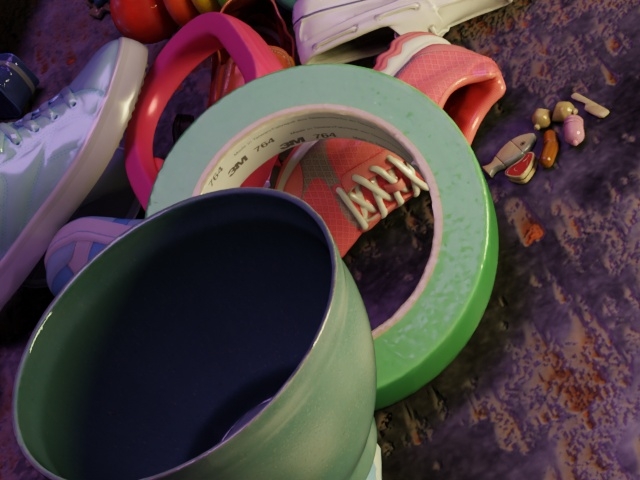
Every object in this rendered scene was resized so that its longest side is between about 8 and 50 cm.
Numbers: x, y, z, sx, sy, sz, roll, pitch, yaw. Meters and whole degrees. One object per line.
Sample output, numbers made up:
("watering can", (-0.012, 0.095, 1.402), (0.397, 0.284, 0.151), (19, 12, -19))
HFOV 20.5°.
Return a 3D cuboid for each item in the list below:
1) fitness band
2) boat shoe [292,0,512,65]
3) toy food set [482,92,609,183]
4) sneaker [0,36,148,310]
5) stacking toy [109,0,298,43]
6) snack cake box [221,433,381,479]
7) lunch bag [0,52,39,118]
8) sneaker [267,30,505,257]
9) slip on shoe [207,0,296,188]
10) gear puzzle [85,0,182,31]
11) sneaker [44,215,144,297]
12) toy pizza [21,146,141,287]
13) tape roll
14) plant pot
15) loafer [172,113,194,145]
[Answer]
("fitness band", (-0.122, -0.123, 1.840), (0.209, 0.054, 0.291), (-58, 32, 16))
("boat shoe", (0.097, -0.236, 1.910), (0.258, 0.095, 0.084), (-12, 71, 19))
("toy food set", (0.218, -0.100, 1.723), (0.122, 0.019, 0.078), (-43, 38, -7))
("sneaker", (-0.329, -0.086, 1.925), (0.366, 0.150, 0.135), (-57, 20, -2))
("stacking toy", (-0.102, -0.309, 2.092), (0.330, 0.141, 0.141), (-14, 44, 28))
("snack cake box", (-0.029, 0.273, 1.480), (0.152, 0.089, 0.264), (-20, 41, 19))
("lunch bag", (-0.416, -0.201, 2.288), (0.098, 0.067, 0.065), (-1, 50, 39))
("sneaker", (0.066, -0.084, 1.751), (0.136, 0.116, 0.314), (17, 63, 45))
("slip on shoe", (-0.069, -0.157, 1.921), (0.123, 0.101, 0.331), (-5, 41, -3))
("gear puzzle", (-0.175, -0.340, 2.259), (0.339, 0.044, 0.175), (21, 66, 48))
("sneaker", (-0.205, 0.089, 1.785), (0.319, 0.127, 0.208), (-4, 57, 49))
("toy pizza", (-0.276, -0.024, 2.024), (0.201, 0.032, 0.201), (-22, 42, 22))
("tape roll", (0.000, 0.000, 1.622), (0.321, 0.077, 0.321), (-3, 73, 11))
("plant pot", (-0.073, 0.131, 1.428), (0.293, 0.196, 0.293), (-21, 40, 18))
("loafer", (-0.127, -0.085, 1.959), (0.061, 0.062, 0.170), (-13, 43, -5))
